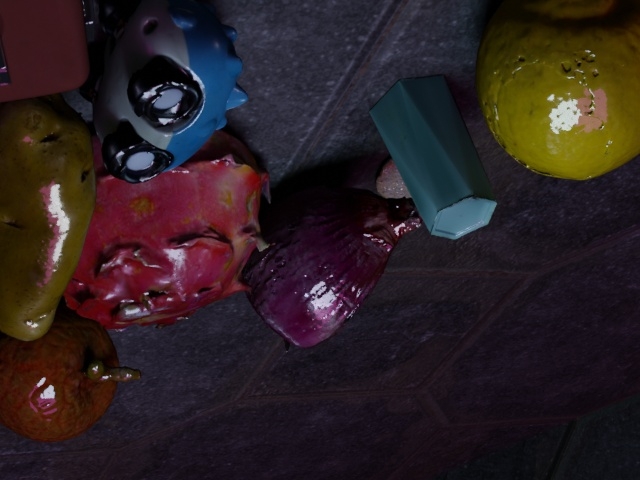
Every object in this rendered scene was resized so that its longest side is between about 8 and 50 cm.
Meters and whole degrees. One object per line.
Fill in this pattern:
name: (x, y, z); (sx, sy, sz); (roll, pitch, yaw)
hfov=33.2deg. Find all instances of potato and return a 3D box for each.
potato: (-0.393, -0.041, 1.437); (0.195, 0.176, 0.369); (13, 113, 2)

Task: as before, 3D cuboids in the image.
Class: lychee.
lychee: (-0.456, 0.227, 1.830); (0.300, 0.255, 0.255); (13, 157, 24)

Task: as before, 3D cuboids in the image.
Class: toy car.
toy car: (-0.195, -0.201, 1.387); (0.190, 0.188, 0.255); (-5, 146, -36)

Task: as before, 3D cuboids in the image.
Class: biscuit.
biscuit: (0.165, -0.117, 1.858); (0.152, 0.020, 0.152); (-13, 147, -9)

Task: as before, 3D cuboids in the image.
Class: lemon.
lemon: (0.362, -0.237, 1.542); (0.297, 0.297, 0.297); (-14, 148, -9)

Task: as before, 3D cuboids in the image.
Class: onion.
onion: (0.000, 0.000, 1.732); (0.159, 0.267, 0.349); (29, 122, -37)

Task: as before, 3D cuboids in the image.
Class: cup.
cup: (0.185, -0.126, 1.656); (0.134, 0.235, 0.148); (8, 137, -38)

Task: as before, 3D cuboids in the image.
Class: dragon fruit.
dragon fruit: (-0.246, 0.002, 1.628); (0.386, 0.249, 0.371); (-10, 151, -12)

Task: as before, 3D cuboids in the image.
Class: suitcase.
suitcase: (-0.373, -0.291, 1.175); (0.236, 0.161, 0.297); (-11, 146, -12)
